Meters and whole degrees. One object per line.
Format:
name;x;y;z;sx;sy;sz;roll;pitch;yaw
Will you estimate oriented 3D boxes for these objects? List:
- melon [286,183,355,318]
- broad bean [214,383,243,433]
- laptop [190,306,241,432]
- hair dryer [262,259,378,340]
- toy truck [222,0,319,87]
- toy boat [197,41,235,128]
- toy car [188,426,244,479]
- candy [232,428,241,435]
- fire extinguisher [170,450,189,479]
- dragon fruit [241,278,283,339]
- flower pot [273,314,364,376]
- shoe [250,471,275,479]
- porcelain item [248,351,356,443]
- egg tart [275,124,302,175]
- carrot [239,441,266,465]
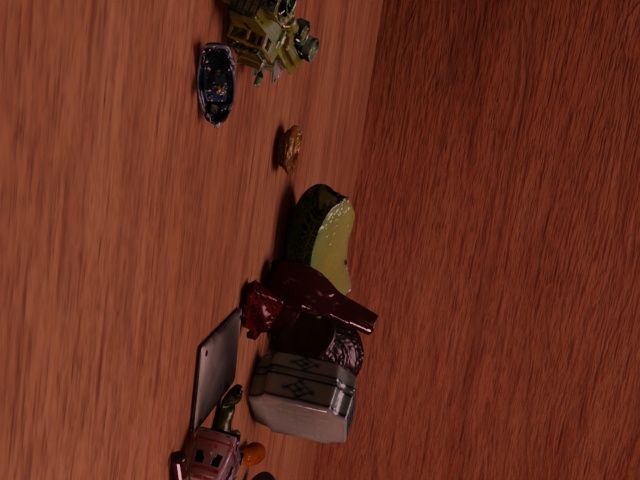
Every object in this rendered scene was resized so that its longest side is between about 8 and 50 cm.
melon;0.000;0.000;1.916;0.331;0.226;0.343;-81;163;-48
broad bean;-0.211;0.406;1.495;0.061;0.046;0.195;-157;-97;-70
laptop;-0.215;0.265;1.423;0.269;0.015;0.187;-48;146;-75
hair dryer;-0.039;0.212;1.820;0.123;0.312;0.340;-61;-178;-41
toy truck;-0.097;-0.353;1.168;0.259;0.128;0.135;58;56;-78
toy boat;-0.162;-0.241;1.047;0.061;0.060;0.137;-100;-164;-49
toy car;-0.213;0.455;1.361;0.209;0.089;0.108;96;6;-58
candy;-0.213;0.497;1.707;0.023;0.025;0.083;-46;167;-21
fire extinguisher;-0.265;0.470;1.262;0.049;0.035;0.173;-74;167;-57
dragon fruit;-0.156;0.169;1.562;0.131;0.097;0.063;-62;172;13
flower pot;-0.017;0.321;2.058;0.267;0.266;0.266;60;39;-60
shoe;-0.185;0.736;1.821;0.293;0.109;0.149;-65;169;-46
porcelain item;-0.044;0.432;1.858;0.286;0.281;0.157;85;19;-55
egg tart;-0.079;-0.221;1.659;0.130;0.052;0.130;8;90;-82
carrot;-0.196;0.570;1.773;0.256;0.061;0.061;50;50;-75
